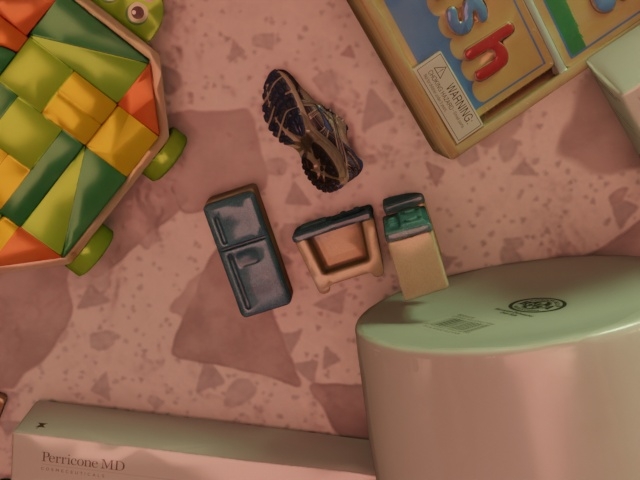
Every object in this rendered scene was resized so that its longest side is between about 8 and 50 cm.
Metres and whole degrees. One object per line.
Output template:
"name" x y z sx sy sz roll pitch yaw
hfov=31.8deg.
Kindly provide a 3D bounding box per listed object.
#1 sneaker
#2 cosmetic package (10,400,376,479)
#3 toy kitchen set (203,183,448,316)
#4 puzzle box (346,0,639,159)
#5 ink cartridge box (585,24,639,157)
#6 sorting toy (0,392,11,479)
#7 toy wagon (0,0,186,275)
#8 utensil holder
"sneaker" -0.007 -0.108 1.085 0.052 0.058 0.135 -41 76 45
"cosmetic package" -0.128 0.332 1.162 0.377 0.097 0.284 7 105 0
"toy kitchen set" 0.000 0.000 1.045 0.207 0.166 0.122 -18 101 6
"puzzle box" 0.121 -0.308 0.957 0.272 0.052 0.409 -35 112 -5
"ink cartridge box" 0.365 -0.109 1.008 0.160 0.092 0.219 -34 120 10
"sorting toy" -0.423 0.196 1.170 0.274 0.046 0.132 24 102 -3
"toy wagon" -0.255 -0.138 1.047 0.267 0.068 0.344 38 94 -18
"utensil holder" 0.213 0.234 1.014 0.328 0.327 0.385 -9 99 4
